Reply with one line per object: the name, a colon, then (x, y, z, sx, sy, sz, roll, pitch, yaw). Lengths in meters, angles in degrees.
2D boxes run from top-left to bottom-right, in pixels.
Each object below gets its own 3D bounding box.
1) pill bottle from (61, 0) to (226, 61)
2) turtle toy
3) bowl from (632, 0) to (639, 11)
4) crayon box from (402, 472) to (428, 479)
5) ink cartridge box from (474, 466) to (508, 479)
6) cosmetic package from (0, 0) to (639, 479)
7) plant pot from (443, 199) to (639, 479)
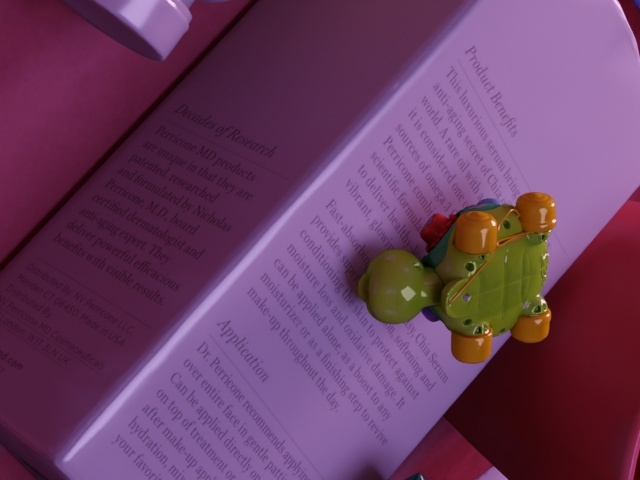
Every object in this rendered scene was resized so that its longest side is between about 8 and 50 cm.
pill bottle: (-0.065, -0.209, 1.127, 0.208, 0.117, 0.117, -56, 136, -6)
turtle toy: (0.083, 0.019, 1.178, 0.130, 0.066, 0.095, -16, 118, -36)
bowl: (0.361, -0.301, 1.444, 0.391, 0.077, 0.391, -11, 117, -22)
crayon box: (0.055, 0.257, 1.316, 0.165, 0.278, 0.081, 42, 66, -3)
ink cartridge box: (0.114, 0.297, 1.506, 0.232, 0.066, 0.189, -35, 87, -28)
cosmetic package: (0.000, 0.000, 1.256, 0.453, 0.161, 0.230, -47, 134, -15)
plant pot: (0.217, 0.088, 1.400, 0.275, 0.243, 0.275, -20, 123, -34)
